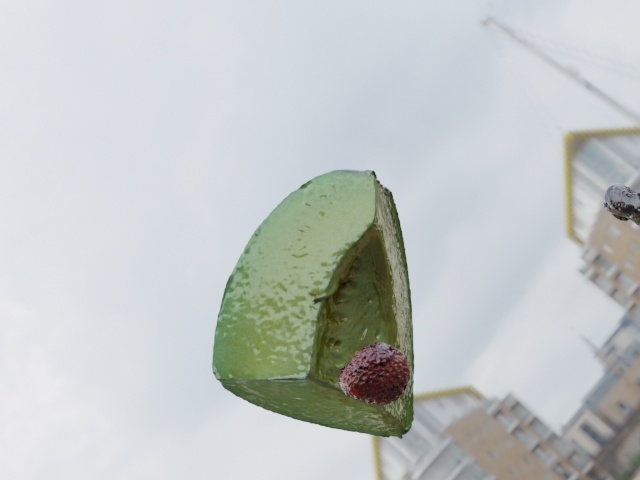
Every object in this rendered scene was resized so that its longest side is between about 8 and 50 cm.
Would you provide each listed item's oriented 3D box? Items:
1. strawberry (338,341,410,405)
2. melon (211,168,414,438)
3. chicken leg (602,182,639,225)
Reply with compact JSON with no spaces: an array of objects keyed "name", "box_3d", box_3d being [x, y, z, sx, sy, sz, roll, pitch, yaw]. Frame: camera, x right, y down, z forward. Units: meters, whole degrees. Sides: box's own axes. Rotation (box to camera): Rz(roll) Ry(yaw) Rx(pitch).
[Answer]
[{"name":"strawberry","box_3d":[0.067,0.176,1.587,0.096,0.083,0.083,-27,-28,-43]},{"name":"melon","box_3d":[0.028,0.082,1.781,0.226,0.331,0.343,132,153,-62]},{"name":"chicken leg","box_3d":[0.526,-0.057,2.048,0.051,0.106,0.253,-62,-16,3]}]
